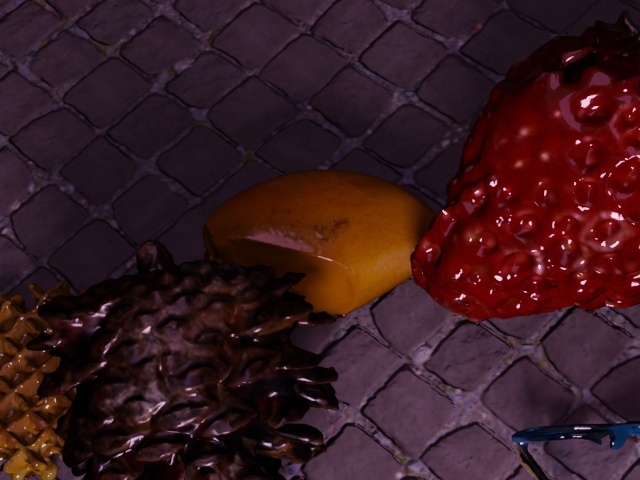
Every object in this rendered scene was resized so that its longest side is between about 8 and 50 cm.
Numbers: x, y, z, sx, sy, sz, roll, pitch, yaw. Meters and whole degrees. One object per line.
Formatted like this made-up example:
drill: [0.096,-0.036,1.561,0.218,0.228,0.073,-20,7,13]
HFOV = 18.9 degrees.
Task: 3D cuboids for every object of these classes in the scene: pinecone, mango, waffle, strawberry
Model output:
pinecone: [-0.121,0.145,1.847,0.298,0.242,0.296,-12,69,6]
mango: [0.000,0.000,1.994,0.252,0.126,0.154,-8,44,2]
waffle: [-0.302,0.148,2.011,0.228,0.051,0.232,-1,56,13]
strawberry: [0.254,-0.036,1.882,0.345,0.295,0.317,-43,14,12]

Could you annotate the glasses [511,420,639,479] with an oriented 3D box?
glasses: [0.293,0.241,1.763,0.239,0.102,0.207,-1,55,12]
